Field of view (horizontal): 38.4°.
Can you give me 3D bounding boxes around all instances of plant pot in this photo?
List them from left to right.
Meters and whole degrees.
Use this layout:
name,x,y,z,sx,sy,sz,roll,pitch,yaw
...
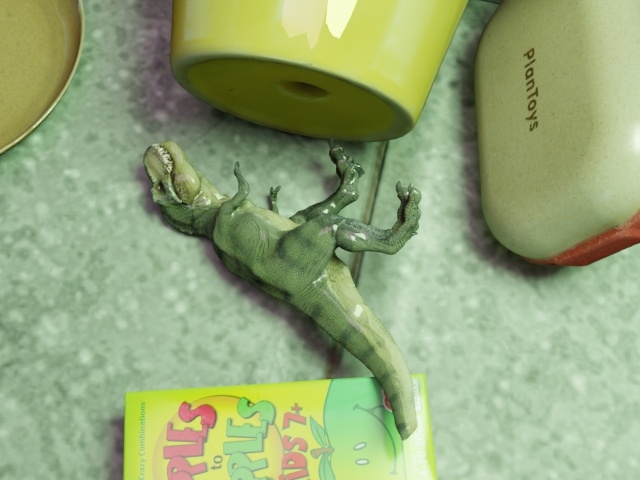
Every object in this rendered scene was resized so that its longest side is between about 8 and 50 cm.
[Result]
name,x,y,z,sx,sy,sz,roll,pitch,yaw
plant pot,-0.290,-0.141,0.677,0.236,0.032,0.236,1,66,-2
plant pot,0.008,-0.202,0.611,0.253,0.254,0.239,11,82,4

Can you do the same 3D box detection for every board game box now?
name,x,y,z,sx,sy,sz,roll,pitch,yaw
board game box,-0.024,0.135,0.550,0.181,0.043,0.092,-3,66,-3

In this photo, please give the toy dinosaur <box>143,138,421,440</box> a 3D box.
name,x,y,z,sx,sy,sz,roll,pitch,yaw
toy dinosaur,0.000,0.000,0.591,0.118,0.064,0.268,-46,60,-8

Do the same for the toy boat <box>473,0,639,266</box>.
name,x,y,z,sx,sy,sz,roll,pitch,yaw
toy boat,0.200,-0.090,0.624,0.151,0.151,0.231,15,63,-28
